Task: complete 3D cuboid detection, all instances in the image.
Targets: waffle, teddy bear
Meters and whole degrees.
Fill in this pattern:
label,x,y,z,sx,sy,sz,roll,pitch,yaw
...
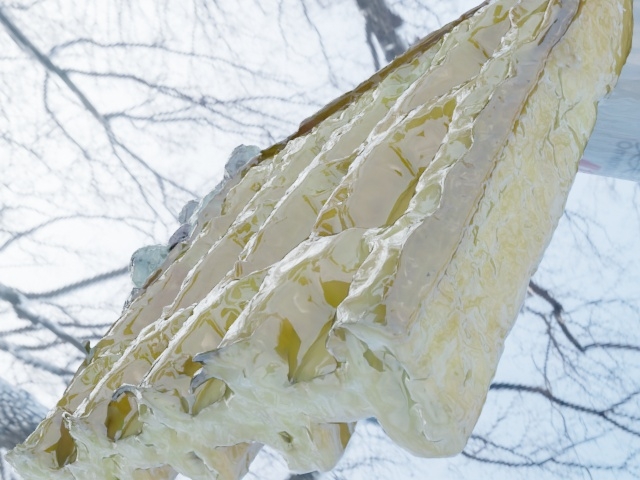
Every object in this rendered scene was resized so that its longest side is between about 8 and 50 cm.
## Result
label,x,y,z,sx,sy,sz,roll,pitch,yaw
waffle,-0.001,0.000,0.523,0.348,0.077,0.304,-26,-157,49
teddy bear,-0.122,0.023,1.131,0.267,0.151,0.236,-36,-146,7

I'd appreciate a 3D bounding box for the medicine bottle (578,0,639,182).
label,x,y,z,sx,sy,sz,roll,pitch,yaw
medicine bottle,0.299,-0.159,0.725,0.306,0.245,0.245,10,-118,8
